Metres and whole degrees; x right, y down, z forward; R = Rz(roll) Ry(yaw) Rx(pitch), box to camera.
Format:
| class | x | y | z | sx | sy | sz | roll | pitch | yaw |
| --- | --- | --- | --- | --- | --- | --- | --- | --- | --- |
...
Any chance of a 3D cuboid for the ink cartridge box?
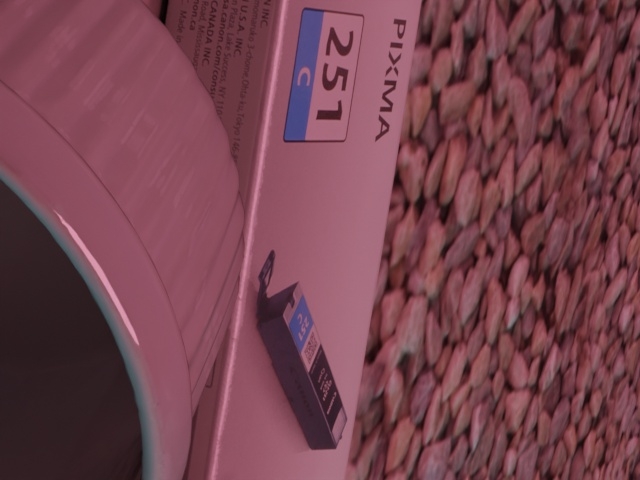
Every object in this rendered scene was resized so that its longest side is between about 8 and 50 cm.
| class | x | y | z | sx | sy | sz | roll | pitch | yaw |
| --- | --- | --- | --- | --- | --- | --- | --- | --- | --- |
| ink cartridge box | 0.000 | 0.000 | 0.913 | 0.261 | 0.066 | 0.296 | -7 | 108 | -62 |

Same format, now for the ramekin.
| class | x | y | z | sx | sy | sz | roll | pitch | yaw |
| --- | --- | --- | --- | --- | --- | --- | --- | --- | --- |
| ramekin | -0.118 | 0.001 | 0.513 | 0.109 | 0.207 | 0.207 | -60 | 151 | -50 |
